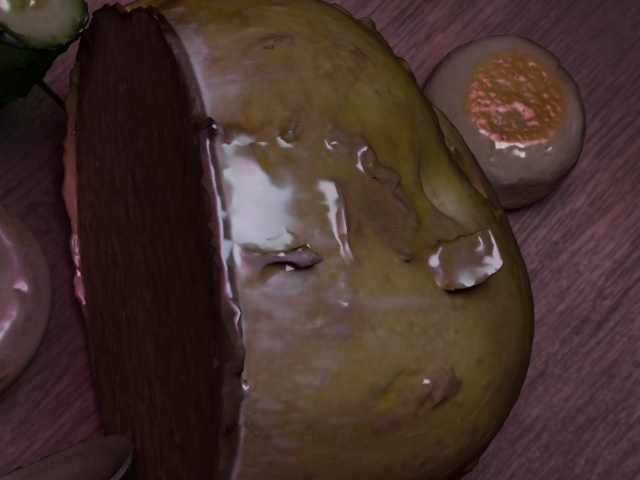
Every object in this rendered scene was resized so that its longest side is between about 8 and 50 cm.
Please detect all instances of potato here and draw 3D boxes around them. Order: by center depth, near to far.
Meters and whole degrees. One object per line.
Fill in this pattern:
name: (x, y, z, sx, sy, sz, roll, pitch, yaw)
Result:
potato: (0.000, 0.000, 1.427, 0.319, 0.385, 0.442, -6, 61, -24)

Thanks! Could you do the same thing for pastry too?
pastry: (0.158, -0.105, 1.659, 0.156, 0.092, 0.156, 2, 66, -3)

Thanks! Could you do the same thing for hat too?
hat: (-0.223, 0.253, 1.382, 0.252, 0.252, 0.110, -33, 101, -22)

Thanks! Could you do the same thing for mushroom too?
mushroom: (-0.304, 0.043, 1.450, 0.206, 0.209, 0.206, 0, 90, -28)

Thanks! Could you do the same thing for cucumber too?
cucumber: (-0.292, -0.148, 1.501, 0.134, 0.244, 0.134, 17, 55, -25)
